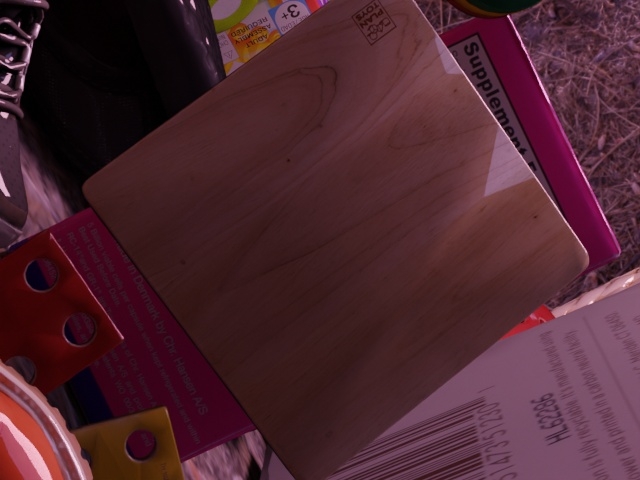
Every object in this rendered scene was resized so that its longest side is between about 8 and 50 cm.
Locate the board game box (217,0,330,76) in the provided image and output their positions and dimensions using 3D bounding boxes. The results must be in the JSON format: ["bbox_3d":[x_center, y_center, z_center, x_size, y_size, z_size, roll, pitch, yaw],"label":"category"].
[{"bbox_3d":[-0.029,-0.079,1.055,0.142,0.144,0.275,-106,169,-48],"label":"board game box"}]

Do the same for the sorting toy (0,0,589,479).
[{"bbox_3d":[-0.003,0.000,0.553,0.132,0.274,0.046,54,-10,-9],"label":"sorting toy"}]

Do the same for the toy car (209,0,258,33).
[{"bbox_3d":[-0.028,-0.237,0.906,0.155,0.188,0.149,58,-24,23],"label":"toy car"}]

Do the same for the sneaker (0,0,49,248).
[{"bbox_3d":[-0.129,-0.075,0.565,0.061,0.064,0.158,46,20,-72],"label":"sneaker"}]

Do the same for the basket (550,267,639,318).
[{"bbox_3d":[0.270,0.262,1.499,0.328,0.331,0.266,61,2,-37],"label":"basket"}]

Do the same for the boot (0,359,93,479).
[{"bbox_3d":[-0.110,0.042,0.363,0.158,0.059,0.084,57,10,-2],"label":"boot"}]

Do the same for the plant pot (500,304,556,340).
[{"bbox_3d":[0.075,0.120,0.989,0.191,0.191,0.174,65,11,-3],"label":"plant pot"}]

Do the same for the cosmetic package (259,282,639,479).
[{"bbox_3d":[0.185,0.256,0.748,0.329,0.327,0.394,-86,152,-77],"label":"cosmetic package"}]

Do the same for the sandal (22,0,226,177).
[{"bbox_3d":[-0.102,-0.084,0.769,0.167,0.107,0.446,-105,-179,-62],"label":"sandal"}]

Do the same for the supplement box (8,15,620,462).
[{"bbox_3d":[0.000,0.000,0.648,0.111,0.220,0.114,-57,122,-83],"label":"supplement box"}]
